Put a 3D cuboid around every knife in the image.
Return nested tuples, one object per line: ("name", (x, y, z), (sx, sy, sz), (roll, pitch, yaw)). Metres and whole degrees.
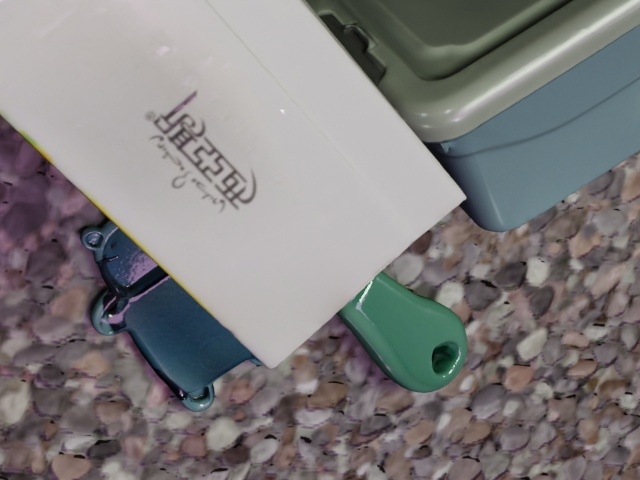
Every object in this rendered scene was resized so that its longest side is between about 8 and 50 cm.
("knife", (0.001, -0.001, 0.830), (0.260, 0.035, 0.063), (45, 77, -32))

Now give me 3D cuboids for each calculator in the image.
("calculator", (-0.079, 0.032, 0.819), (0.094, 0.019, 0.141), (-35, 123, -4))

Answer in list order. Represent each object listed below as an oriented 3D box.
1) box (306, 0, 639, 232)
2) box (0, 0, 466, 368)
("box", (0.115, -0.121, 0.746), (0.227, 0.162, 0.130), (-34, 135, -4))
("box", (-0.078, -0.094, 0.608), (0.111, 0.260, 0.194), (-43, 124, 1))
